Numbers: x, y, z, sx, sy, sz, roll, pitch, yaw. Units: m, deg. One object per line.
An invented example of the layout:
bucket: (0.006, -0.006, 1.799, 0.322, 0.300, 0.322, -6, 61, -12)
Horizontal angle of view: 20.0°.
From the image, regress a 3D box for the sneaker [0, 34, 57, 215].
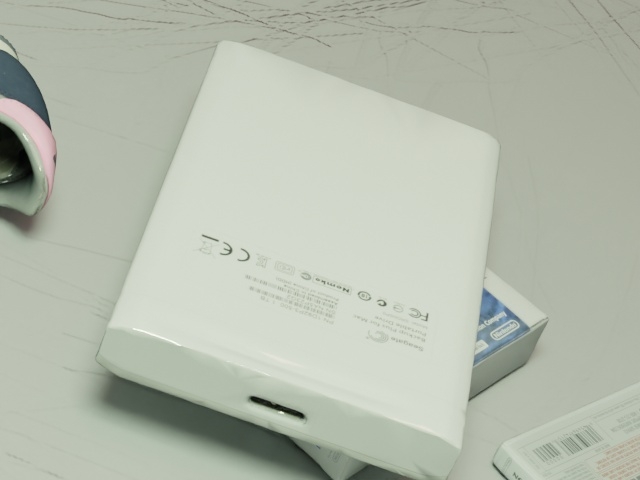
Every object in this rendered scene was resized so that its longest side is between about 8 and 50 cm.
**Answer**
sneaker: (-0.298, -0.065, 1.036, 0.319, 0.112, 0.131, -6, 42, -32)

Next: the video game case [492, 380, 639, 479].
video game case: (0.225, 0.161, 1.113, 0.190, 0.022, 0.173, -16, 51, -42)

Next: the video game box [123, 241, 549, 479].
video game box: (0.013, 0.039, 1.131, 0.187, 0.048, 0.205, 38, 38, 22)

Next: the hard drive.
hard drive: (0.000, 0.000, 1.098, 0.203, 0.040, 0.307, 20, 36, -4)
